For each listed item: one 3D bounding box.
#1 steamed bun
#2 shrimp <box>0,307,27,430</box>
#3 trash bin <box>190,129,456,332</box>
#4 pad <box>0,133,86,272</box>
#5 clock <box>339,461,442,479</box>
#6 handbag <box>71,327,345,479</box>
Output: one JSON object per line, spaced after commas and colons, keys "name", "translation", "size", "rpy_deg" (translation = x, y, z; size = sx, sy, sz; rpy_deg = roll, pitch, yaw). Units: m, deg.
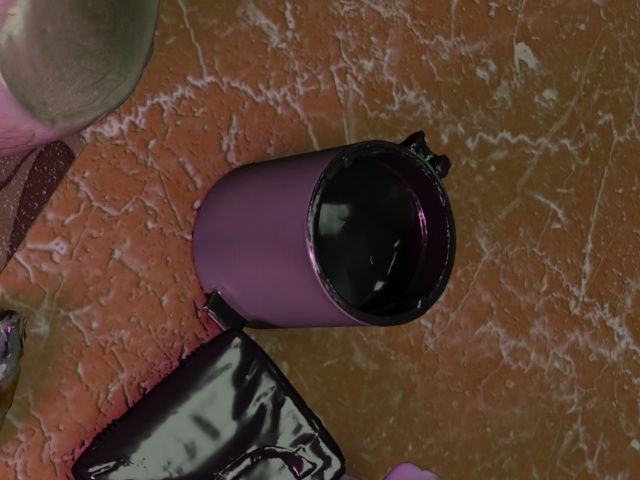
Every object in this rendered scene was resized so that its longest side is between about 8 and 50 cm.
{"name": "steamed bun", "translation": [-0.310, -0.262, 1.428], "size": [0.236, 0.247, 0.384], "rpy_deg": [31, 60, -51]}
{"name": "shrimp", "translation": [-0.444, 0.180, 1.403], "size": [0.287, 0.068, 0.185], "rpy_deg": [-10, 94, -32]}
{"name": "trash bin", "translation": [0.000, 0.000, 1.603], "size": [0.217, 0.262, 0.277], "rpy_deg": [47, 63, -23]}
{"name": "pad", "translation": [-0.425, -0.051, 1.468], "size": [0.220, 0.004, 0.330], "rpy_deg": [40, 65, -26]}
{"name": "clock", "translation": [0.062, 0.361, 1.628], "size": [0.188, 0.254, 0.189], "rpy_deg": [8, 77, -36]}
{"name": "handbag", "translation": [-0.130, 0.270, 1.566], "size": [0.275, 0.088, 0.244], "rpy_deg": [-42, 97, -24]}
